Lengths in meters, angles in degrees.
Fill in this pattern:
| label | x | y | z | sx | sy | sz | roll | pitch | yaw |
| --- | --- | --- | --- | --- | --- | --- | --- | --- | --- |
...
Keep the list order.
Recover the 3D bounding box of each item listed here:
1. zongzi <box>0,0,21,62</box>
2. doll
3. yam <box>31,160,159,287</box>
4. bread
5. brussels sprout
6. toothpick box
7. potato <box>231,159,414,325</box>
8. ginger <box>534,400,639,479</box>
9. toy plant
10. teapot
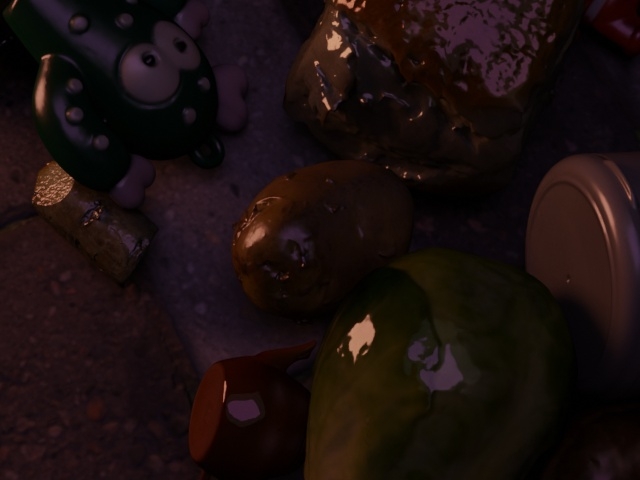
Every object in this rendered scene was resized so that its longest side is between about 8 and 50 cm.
| label | x | y | z | sx | sy | sz | roll | pitch | yaw |
| --- | --- | --- | --- | --- | --- | --- | --- | --- | --- |
| zongzi | -0.312 | -0.327 | 1.398 | 0.288 | 0.134 | 0.285 | -27 | 97 | -19 |
| doll | 0.239 | -0.283 | 1.453 | 0.245 | 0.076 | 0.142 | 34 | 69 | 8 |
| yam | -0.209 | -0.022 | 1.325 | 0.146 | 0.069 | 0.070 | 41 | 71 | 14 |
| bread | 0.107 | -0.197 | 1.327 | 0.250 | 0.225 | 0.279 | 24 | 72 | 7 |
| brussels sprout | 0.089 | 0.134 | 1.176 | 0.210 | 0.219 | 0.271 | 28 | 73 | -12 |
| toothpick box | 0.358 | 0.029 | 1.228 | 0.317 | 0.229 | 0.229 | -4 | 66 | -14 |
| potato | 0.000 | 0.000 | 1.292 | 0.176 | 0.137 | 0.137 | -17 | 67 | -26 |
| ginger | 0.335 | 0.228 | 1.178 | 0.321 | 0.165 | 0.172 | 26 | 42 | 15 |
| toy plant | -0.176 | -0.157 | 1.343 | 0.233 | 0.112 | 0.243 | -25 | 87 | -38 |
| teapot | -0.050 | 0.162 | 1.237 | 0.116 | 0.116 | 0.173 | 17 | 93 | 6 |
